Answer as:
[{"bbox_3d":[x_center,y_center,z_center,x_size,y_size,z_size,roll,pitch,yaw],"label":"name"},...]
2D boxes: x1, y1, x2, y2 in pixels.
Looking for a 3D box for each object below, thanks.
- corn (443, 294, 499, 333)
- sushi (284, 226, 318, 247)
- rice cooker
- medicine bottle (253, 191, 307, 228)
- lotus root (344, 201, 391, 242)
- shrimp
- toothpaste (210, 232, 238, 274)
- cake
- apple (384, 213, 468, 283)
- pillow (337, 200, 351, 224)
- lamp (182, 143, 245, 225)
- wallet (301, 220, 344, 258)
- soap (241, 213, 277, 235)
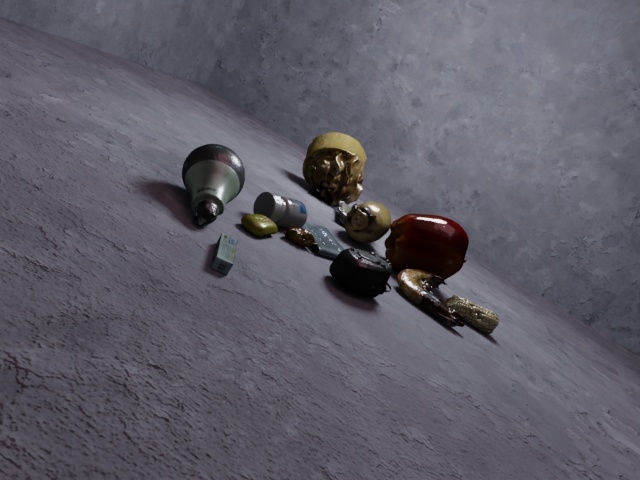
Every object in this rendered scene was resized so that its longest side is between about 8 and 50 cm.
[{"bbox_3d":[0.562,0.266,1.881,0.211,0.087,0.087,32,15,2],"label":"corn"},{"bbox_3d":[-0.062,-0.008,1.632,0.118,0.061,0.060,7,29,-10],"label":"sushi"},{"bbox_3d":[0.126,0.097,1.518,0.203,0.118,0.142,16,21,-34],"label":"rice cooker"},{"bbox_3d":[-0.130,-0.097,1.684,0.168,0.105,0.105,12,24,-50],"label":"medicine bottle"},{"bbox_3d":[0.209,-0.078,2.116,0.183,0.182,0.310,35,17,16],"label":"lotus root"},{"bbox_3d":[0.409,0.194,1.791,0.290,0.054,0.222,41,33,24],"label":"shrimp"},{"bbox_3d":[-0.228,0.030,1.213,0.046,0.034,0.164,26,15,-15],"label":"toothpaste"},{"bbox_3d":[0.060,-0.323,2.510,0.333,0.332,0.320,26,46,-17],"label":"cake"},{"bbox_3d":[0.422,0.028,2.015,0.317,0.287,0.288,17,16,-2],"label":"apple"},{"bbox_3d":[0.137,-0.103,2.314,0.169,0.059,0.255,35,14,-5],"label":"pillow"},{"bbox_3d":[-0.292,-0.159,1.437,0.182,0.181,0.313,21,22,-32],"label":"lamp"},{"bbox_3d":[0.001,-0.002,1.761,0.168,0.036,0.222,19,19,-39],"label":"wallet"},{"bbox_3d":[-0.183,-0.048,1.536,0.089,0.045,0.140,38,16,13],"label":"soap"}]
